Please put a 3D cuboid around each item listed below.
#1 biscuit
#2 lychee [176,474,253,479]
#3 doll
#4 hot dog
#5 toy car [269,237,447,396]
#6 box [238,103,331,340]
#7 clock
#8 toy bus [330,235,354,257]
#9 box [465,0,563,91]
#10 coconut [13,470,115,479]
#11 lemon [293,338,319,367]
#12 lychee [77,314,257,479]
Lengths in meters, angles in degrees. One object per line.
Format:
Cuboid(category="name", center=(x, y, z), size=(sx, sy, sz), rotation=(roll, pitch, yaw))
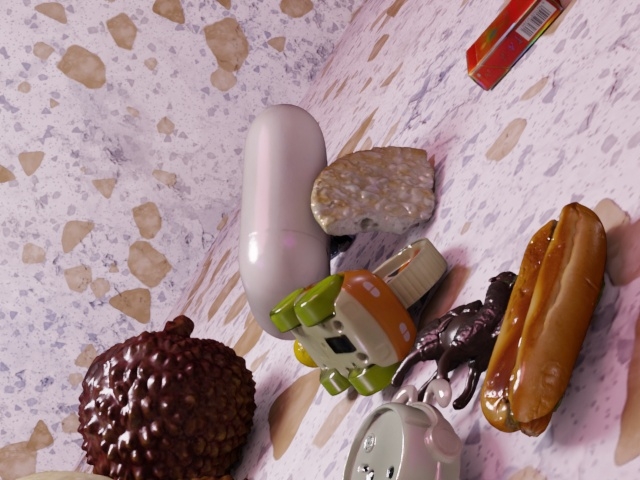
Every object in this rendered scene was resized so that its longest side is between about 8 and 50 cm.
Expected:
Cuboid(category="biscuit", center=(0.093, -0.074, 1.408), size=(0.265, 0.188, 0.040), rotation=(-32, -34, -36))
Cuboid(category="lychee", center=(-0.112, 0.359, 0.956), size=(0.271, 0.236, 0.236), rotation=(-27, 26, 27))
Cuboid(category="doll", center=(0.156, 0.100, 0.973), size=(0.165, 0.057, 0.139), rotation=(-54, 11, -15))
Cuboid(category="hot dog", center=(0.211, 0.067, 0.829), size=(0.250, 0.068, 0.100), rotation=(-63, 4, -36))
Cuboid(category="toy car", center=(0.069, 0.083, 1.210), size=(0.235, 0.145, 0.235), rotation=(-37, 5, 4))
Cuboid(category="box", center=(-0.054, -0.028, 1.520), size=(0.289, 0.141, 0.349), rotation=(86, -176, -63))
Cuboid(category="clock", center=(0.073, 0.225, 0.882), size=(0.151, 0.062, 0.191), rotation=(-31, 40, 62))
Cuboid(category="toy bus", center=(0.000, 0.000, 1.734), size=(0.167, 0.073, 0.076), rotation=(-37, 20, 46))
Cuboid(category="box", center=(0.309, -0.334, 1.478), size=(0.175, 0.048, 0.112), rotation=(-48, 17, 29))
Cuboid(category="coconut", center=(-0.351, 0.502, 1.118), size=(0.415, 0.344, 0.415), rotation=(-162, 90, -88))
Cuboid(category="lemon", center=(-0.011, 0.164, 1.400), size=(0.062, 0.062, 0.083), rotation=(-58, 9, -10))
Cuboid(category="lychee", center=(-0.250, 0.282, 1.505), size=(0.306, 0.306, 0.330), rotation=(151, 124, -63))
